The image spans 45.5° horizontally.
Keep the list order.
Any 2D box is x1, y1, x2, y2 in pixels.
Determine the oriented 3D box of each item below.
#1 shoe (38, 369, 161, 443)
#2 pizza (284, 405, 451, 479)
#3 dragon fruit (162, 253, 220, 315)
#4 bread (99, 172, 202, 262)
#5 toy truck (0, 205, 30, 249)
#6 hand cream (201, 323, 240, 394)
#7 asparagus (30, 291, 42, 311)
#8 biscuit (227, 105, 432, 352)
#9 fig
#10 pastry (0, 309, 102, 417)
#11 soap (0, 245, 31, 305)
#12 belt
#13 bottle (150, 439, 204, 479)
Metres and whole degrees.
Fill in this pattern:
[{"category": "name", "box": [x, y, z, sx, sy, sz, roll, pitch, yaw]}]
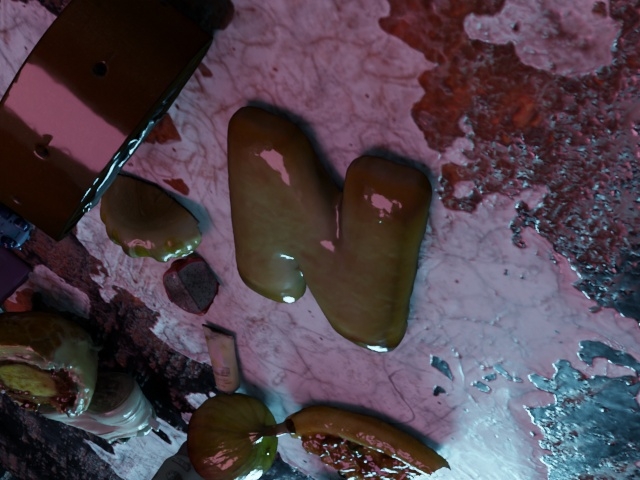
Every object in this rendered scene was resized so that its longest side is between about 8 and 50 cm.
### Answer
[{"category": "shoe", "box": [-0.446, 0.356, 1.588, 0.316, 0.124, 0.159, -7, 133, 44]}, {"category": "pizza", "box": [0.067, 0.335, 1.179, 0.292, 0.058, 0.197, 9, 137, 33]}, {"category": "dragon fruit", "box": [-0.185, 0.061, 1.084, 0.060, 0.056, 0.083, -13, 118, 45]}, {"category": "bread", "box": [-0.228, -0.018, 1.001, 0.157, 0.094, 0.083, 17, 137, 12]}, {"category": "toy truck", "box": [-0.532, -0.014, 1.294, 0.073, 0.056, 0.090, 36, 158, -10]}, {"category": "hand cream", "box": [-0.155, 0.193, 1.227, 0.061, 0.039, 0.143, 19, 137, 26]}, {"category": "asparagus", "box": [-0.569, 0.166, 1.551, 0.025, 0.024, 0.248, -4, 147, -17]}, {"category": "biscuit", "box": [0.000, 0.000, 0.855, 0.237, 0.062, 0.291, 25, 142, 16]}, {"category": "fig", "box": [-0.117, 0.307, 1.254, 0.160, 0.143, 0.231, 42, 118, -9]}, {"category": "pastry", "box": [-0.552, 0.212, 1.454, 0.256, 0.170, 0.237, -3, 137, 22]}, {"category": "soap", "box": [-0.644, 0.037, 1.382, 0.203, 0.122, 0.065, 38, 143, -5]}, {"category": "belt", "box": [-0.241, -0.129, 0.781, 0.122, 0.217, 0.338, 38, 141, -13]}, {"category": "bottle", "box": [-0.277, 0.484, 1.485, 0.110, 0.233, 0.110, 20, 139, 18]}]
